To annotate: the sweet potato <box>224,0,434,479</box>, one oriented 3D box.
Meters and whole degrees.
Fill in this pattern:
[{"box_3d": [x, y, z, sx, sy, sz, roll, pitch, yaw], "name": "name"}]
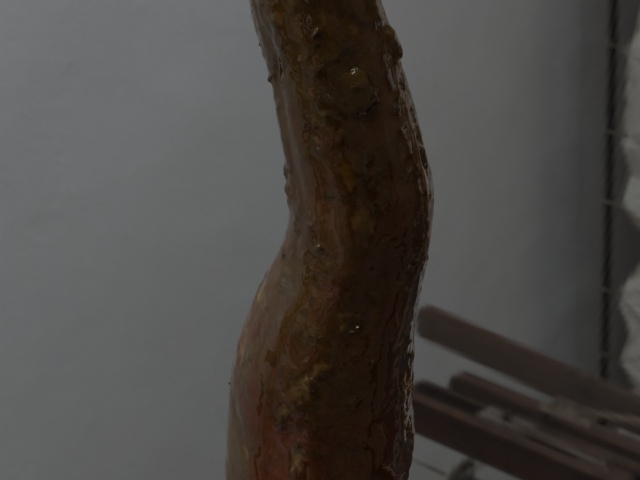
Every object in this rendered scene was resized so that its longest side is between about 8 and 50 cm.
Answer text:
[{"box_3d": [0.000, 0.000, 0.346, 0.050, 0.050, 0.214, -25, -54, -42], "name": "sweet potato"}]
